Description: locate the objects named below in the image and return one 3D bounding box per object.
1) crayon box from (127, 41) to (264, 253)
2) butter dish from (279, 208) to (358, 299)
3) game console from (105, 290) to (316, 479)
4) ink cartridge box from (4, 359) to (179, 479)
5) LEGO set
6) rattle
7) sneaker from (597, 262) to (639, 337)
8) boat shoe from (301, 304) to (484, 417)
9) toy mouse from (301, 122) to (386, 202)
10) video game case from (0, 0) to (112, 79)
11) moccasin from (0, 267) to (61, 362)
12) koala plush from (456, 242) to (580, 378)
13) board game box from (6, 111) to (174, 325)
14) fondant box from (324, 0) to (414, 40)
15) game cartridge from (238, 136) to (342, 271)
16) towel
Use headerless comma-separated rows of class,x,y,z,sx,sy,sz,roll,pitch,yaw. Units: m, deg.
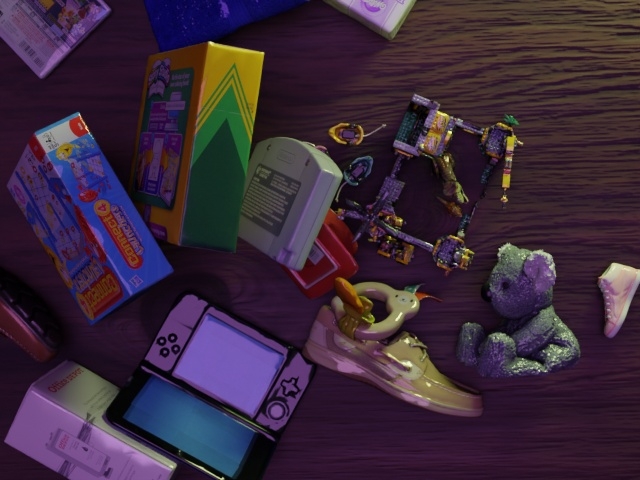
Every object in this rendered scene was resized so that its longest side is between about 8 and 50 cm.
crayon box,-0.219,-0.158,1.732,0.106,0.363,0.313,9,93,-24
butter dish,0.000,0.000,1.858,0.160,0.118,0.160,51,137,-4
game console,-0.184,0.262,1.831,0.293,0.173,0.250,29,89,-1
ink cartridge box,-0.381,0.347,1.837,0.283,0.207,0.117,29,99,2
LEGO set,0.204,-0.102,1.799,0.255,0.192,0.331,31,94,1
rattle,0.118,0.083,1.812,0.200,0.130,0.142,-14,119,-9
sneaker,0.521,0.103,1.866,0.070,0.051,0.134,23,90,3
boat shoe,0.140,0.217,1.851,0.341,0.121,0.110,21,92,4
toy mouse,0.036,-0.140,1.886,0.161,0.031,0.143,2,92,3
video game case,-0.514,-0.430,1.905,0.183,0.023,0.201,-44,89,4
moccasin,-0.636,0.109,1.874,0.380,0.139,0.147,33,94,1
koala plush,0.353,0.116,1.815,0.203,0.196,0.221,-1,92,-9
board game box,-0.403,-0.025,1.776,0.086,0.308,0.302,-31,90,-28
fondant box,0.109,-0.559,1.835,0.238,0.096,0.330,31,94,1
game cartridge,-0.065,-0.075,1.775,0.062,0.297,0.198,26,92,-28
towel,-0.186,-0.472,1.810,0.308,0.076,0.227,-17,90,25
